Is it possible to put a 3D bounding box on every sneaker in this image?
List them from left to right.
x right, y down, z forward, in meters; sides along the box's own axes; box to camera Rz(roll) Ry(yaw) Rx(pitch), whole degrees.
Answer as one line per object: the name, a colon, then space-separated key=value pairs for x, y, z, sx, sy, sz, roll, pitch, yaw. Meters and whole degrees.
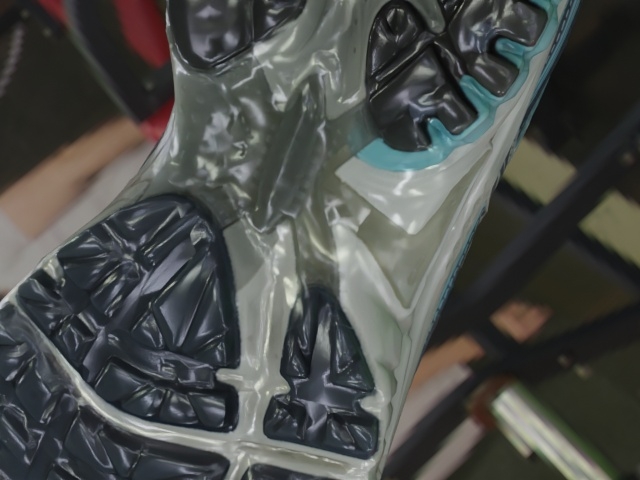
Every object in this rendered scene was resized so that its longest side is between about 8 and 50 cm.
sneaker: x=0.000 y=0.000 z=0.463 sx=0.110 sy=0.283 sz=0.122 roll=33 pitch=-159 yaw=12
